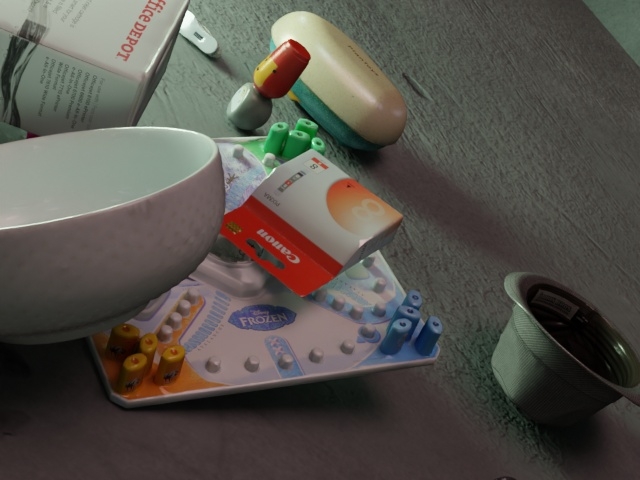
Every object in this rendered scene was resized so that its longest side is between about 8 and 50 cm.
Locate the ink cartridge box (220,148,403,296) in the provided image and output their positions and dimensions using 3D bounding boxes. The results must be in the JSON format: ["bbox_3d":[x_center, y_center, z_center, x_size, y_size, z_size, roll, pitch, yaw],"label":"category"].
[{"bbox_3d":[-0.014,-0.024,1.379,0.145,0.045,0.179,38,38,19],"label":"ink cartridge box"}]

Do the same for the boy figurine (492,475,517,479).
[{"bbox_3d":[0.230,0.374,1.235,0.177,0.092,0.285,21,28,-31],"label":"boy figurine"}]

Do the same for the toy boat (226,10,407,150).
[{"bbox_3d":[-0.020,-0.230,1.854,0.267,0.148,0.318,50,24,15],"label":"toy boat"}]

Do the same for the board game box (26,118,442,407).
[{"bbox_3d":[-0.102,0.000,1.382,0.390,0.050,0.390,-5,46,-30],"label":"board game box"}]

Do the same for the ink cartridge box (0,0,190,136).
[{"bbox_3d":[-0.330,-0.244,1.408,0.307,0.129,0.223,21,38,-5],"label":"ink cartridge box"}]

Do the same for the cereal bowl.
[{"bbox_3d":[-0.248,0.002,1.137,0.339,0.141,0.339,-6,17,2],"label":"cereal bowl"}]

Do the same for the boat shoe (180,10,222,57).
[{"bbox_3d":[-0.187,-0.317,1.899,0.100,0.035,0.035,43,2,22],"label":"boat shoe"}]

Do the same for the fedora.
[{"bbox_3d":[0.307,0.159,1.604,0.244,0.124,0.275,38,20,0],"label":"fedora"}]
